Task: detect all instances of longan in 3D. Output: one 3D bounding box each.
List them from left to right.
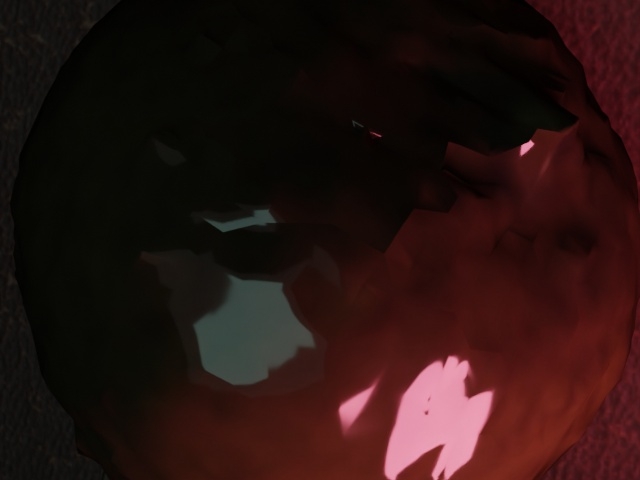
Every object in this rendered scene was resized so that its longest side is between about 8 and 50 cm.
[{"bbox_3d":[0.000,0.000,0.780,0.391,0.391,0.391,4,101,21],"label":"longan"}]

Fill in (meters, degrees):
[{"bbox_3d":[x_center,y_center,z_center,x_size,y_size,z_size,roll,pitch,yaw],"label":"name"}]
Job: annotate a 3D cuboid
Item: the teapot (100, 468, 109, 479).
[{"bbox_3d":[-0.104,0.318,0.977,0.300,0.253,0.343,23,102,50],"label":"teapot"}]
